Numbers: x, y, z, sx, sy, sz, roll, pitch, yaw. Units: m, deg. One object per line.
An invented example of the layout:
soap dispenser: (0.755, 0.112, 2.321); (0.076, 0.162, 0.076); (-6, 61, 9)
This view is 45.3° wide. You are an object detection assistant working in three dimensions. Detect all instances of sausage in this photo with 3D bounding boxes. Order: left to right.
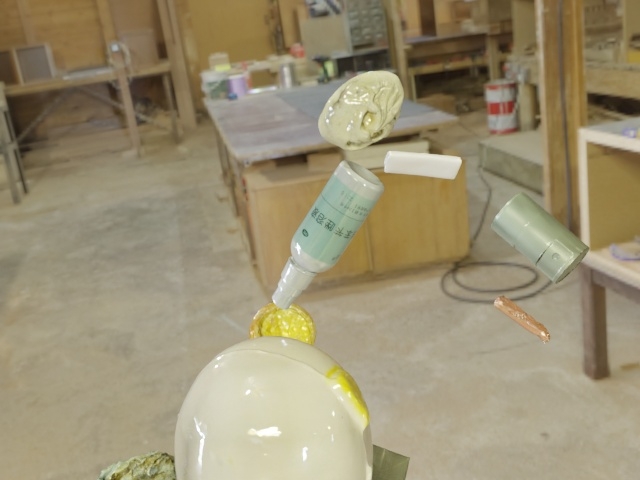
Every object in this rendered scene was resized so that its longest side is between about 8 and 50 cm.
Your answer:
sausage: (0.476, 0.185, 1.800); (0.042, 0.158, 0.036); (-52, 0, -29)

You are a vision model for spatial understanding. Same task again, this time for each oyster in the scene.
oyster: (-0.409, 0.601, 1.821); (0.268, 0.198, 0.112); (12, -24, -37)

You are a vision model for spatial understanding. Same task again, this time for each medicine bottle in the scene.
medicine bottle: (0.000, 0.000, 1.636); (0.110, 0.352, 0.110); (29, 19, -11)

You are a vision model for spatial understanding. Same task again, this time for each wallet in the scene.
wallet: (0.170, -0.128, 1.280); (0.122, 0.025, 0.061); (6, -20, -2)

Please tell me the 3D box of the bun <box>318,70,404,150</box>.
bun: (0.110, -0.302, 1.848); (0.231, 0.133, 0.231); (-30, -19, -12)

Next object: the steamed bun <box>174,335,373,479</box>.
steamed bun: (-0.073, 0.342, 1.238); (0.334, 0.374, 0.334); (0, 20, 0)

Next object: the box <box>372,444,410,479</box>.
box: (0.130, 0.695, 2.091); (0.155, 0.149, 0.231); (22, 54, 1)

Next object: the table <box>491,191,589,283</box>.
table: (0.559, -0.008, 1.955); (0.126, 0.126, 0.220); (-25, 60, -42)

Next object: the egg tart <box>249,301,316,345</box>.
egg tart: (-0.105, 0.255, 2.043); (0.191, 0.191, 0.074); (-18, -18, -27)
